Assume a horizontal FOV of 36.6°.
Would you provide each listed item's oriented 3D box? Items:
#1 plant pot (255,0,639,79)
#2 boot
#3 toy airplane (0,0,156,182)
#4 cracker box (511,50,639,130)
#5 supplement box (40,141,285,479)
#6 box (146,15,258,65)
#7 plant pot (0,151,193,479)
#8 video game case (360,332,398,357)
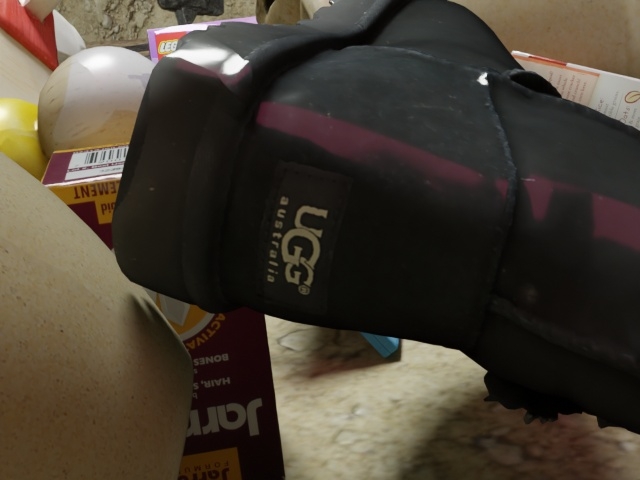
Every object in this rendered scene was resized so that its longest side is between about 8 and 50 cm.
[{"bbox_3d":[0.117,-0.157,0.854,0.305,0.334,0.334,-13,19,-17],"label":"plant pot"},{"bbox_3d":[0.192,0.007,0.433,0.445,0.146,0.367,17,25,15],"label":"boot"},{"bbox_3d":[-0.201,-0.084,0.651,0.272,0.385,0.386,-8,13,31],"label":"toy airplane"},{"bbox_3d":[0.246,-0.058,0.618,0.232,0.067,0.155,21,13,34],"label":"cracker box"},{"bbox_3d":[-0.083,0.042,0.533,0.104,0.188,0.081,-9,20,-6],"label":"supplement box"},{"bbox_3d":[-0.053,-0.174,1.180,0.293,0.201,0.057,-9,-16,-7],"label":"box"},{"bbox_3d":[-0.157,0.083,0.369,0.190,0.284,0.284,16,14,-12],"label":"plant pot"},{"bbox_3d":[0.000,0.000,0.710,0.015,0.166,0.119,-39,11,16],"label":"video game case"}]
